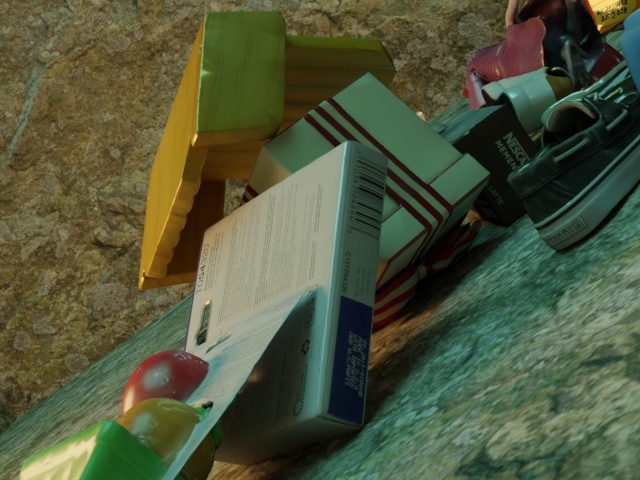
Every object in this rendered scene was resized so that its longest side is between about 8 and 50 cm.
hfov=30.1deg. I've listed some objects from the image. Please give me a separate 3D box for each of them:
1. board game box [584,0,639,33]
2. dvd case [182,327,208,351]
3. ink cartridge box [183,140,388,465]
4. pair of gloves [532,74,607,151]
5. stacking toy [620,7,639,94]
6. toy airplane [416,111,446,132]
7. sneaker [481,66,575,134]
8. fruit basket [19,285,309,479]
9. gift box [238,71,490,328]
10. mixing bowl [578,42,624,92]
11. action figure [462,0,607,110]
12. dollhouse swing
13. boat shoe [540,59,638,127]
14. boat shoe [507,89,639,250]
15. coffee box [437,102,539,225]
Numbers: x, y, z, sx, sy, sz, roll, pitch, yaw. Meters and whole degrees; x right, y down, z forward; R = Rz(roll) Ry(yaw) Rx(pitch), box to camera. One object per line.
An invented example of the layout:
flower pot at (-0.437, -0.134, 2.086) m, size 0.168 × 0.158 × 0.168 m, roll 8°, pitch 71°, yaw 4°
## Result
board game box at (0.576, -0.565, 1.777) m, size 0.356 × 0.356 × 0.356 m, roll -17°, pitch -9°, yaw -40°
dvd case at (-0.201, 0.189, 2.494) m, size 0.238 × 0.030 × 0.179 m, roll -33°, pitch 7°, yaw 26°
ink cartridge box at (-0.052, 0.088, 1.384) m, size 0.330 × 0.071 × 0.324 m, roll -29°, pitch 48°, yaw 51°
pair of gloves at (0.392, -0.185, 1.887) m, size 0.240 × 0.042 × 0.204 m, roll -37°, pitch 6°, yaw 6°
stacking toy at (0.485, -0.219, 1.247) m, size 0.301 × 0.166 × 0.175 m, roll -23°, pitch -2°, yaw -15°
toy airplane at (0.076, -0.192, 2.299) m, size 0.386 × 0.272 × 0.384 m, roll -19°, pitch 37°, yaw -15°
sneaker at (0.335, -0.214, 1.878) m, size 0.123 × 0.106 × 0.290 m, roll -22°, pitch 9°, yaw -1°
fruit basket at (-0.171, 0.221, 1.276) m, size 0.327 × 0.165 × 0.353 m, roll -30°, pitch 14°, yaw 48°
gift box at (0.060, -0.027, 1.615) m, size 0.255 × 0.258 × 0.276 m, roll -40°, pitch -15°, yaw -29°
mixing bowl at (0.479, -0.335, 2.279) m, size 0.181 × 0.098 × 0.181 m, roll -37°, pitch 6°, yaw 4°
action figure at (0.337, -0.313, 2.112) m, size 0.248 × 0.276 × 0.370 m, roll -43°, pitch 12°, yaw -23°
dollhouse swing at (-0.065, -0.107, 1.683) m, size 0.347 × 0.304 × 0.315 m, roll 119°, pitch 157°, yaw -47°
boat shoe at (0.428, -0.201, 1.699) m, size 0.227 × 0.069 × 0.081 m, roll -32°, pitch -28°, yaw 21°
boat shoe at (0.321, -0.117, 1.390) m, size 0.121 × 0.119 × 0.335 m, roll -32°, pitch 8°, yaw 39°
coffee box at (0.239, -0.109, 1.716) m, size 0.098 × 0.141 × 0.246 m, roll -36°, pitch 7°, yaw -2°
